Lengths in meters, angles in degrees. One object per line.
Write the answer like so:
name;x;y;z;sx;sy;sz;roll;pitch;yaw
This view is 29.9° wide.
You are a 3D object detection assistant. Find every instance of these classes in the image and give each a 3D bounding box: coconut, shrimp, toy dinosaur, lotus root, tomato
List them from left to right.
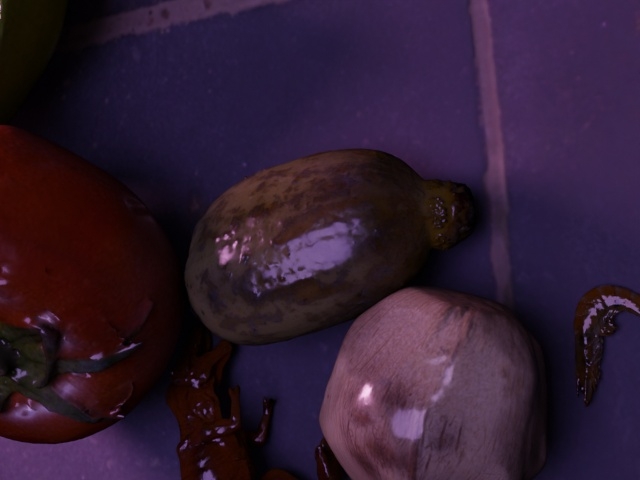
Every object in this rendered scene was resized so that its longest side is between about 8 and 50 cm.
tomato;-0.304;0.036;1.241;0.341;0.341;0.273;-26;34;25
toy dinosaur;-0.073;0.286;1.201;0.208;0.097;0.432;-12;72;29
lotus root;0.000;0.000;1.162;0.309;0.173;0.173;-21;80;23
coconut;0.106;0.156;1.076;0.224;0.224;0.224;0;89;27
shrimp;0.268;0.099;1.088;0.083;0.023;0.114;8;89;25

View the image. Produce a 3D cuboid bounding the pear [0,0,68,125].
pear;-0.440;-0.223;1.355;0.342;0.238;0.318;23;112;20
